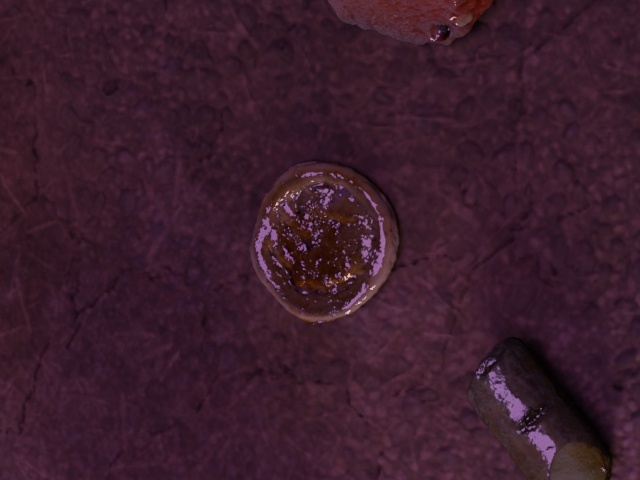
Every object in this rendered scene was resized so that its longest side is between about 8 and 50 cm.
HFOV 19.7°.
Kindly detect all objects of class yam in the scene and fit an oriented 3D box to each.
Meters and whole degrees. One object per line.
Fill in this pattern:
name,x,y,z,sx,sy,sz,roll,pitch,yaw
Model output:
yam,0.175,0.150,1.455,0.070,0.070,0.146,-41,77,23

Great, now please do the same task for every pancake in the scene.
pancake,0.000,0.000,1.545,0.139,0.022,0.139,2,96,25

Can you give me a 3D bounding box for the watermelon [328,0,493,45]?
watermelon,0.081,-0.264,1.441,0.193,0.140,0.256,37,117,25
